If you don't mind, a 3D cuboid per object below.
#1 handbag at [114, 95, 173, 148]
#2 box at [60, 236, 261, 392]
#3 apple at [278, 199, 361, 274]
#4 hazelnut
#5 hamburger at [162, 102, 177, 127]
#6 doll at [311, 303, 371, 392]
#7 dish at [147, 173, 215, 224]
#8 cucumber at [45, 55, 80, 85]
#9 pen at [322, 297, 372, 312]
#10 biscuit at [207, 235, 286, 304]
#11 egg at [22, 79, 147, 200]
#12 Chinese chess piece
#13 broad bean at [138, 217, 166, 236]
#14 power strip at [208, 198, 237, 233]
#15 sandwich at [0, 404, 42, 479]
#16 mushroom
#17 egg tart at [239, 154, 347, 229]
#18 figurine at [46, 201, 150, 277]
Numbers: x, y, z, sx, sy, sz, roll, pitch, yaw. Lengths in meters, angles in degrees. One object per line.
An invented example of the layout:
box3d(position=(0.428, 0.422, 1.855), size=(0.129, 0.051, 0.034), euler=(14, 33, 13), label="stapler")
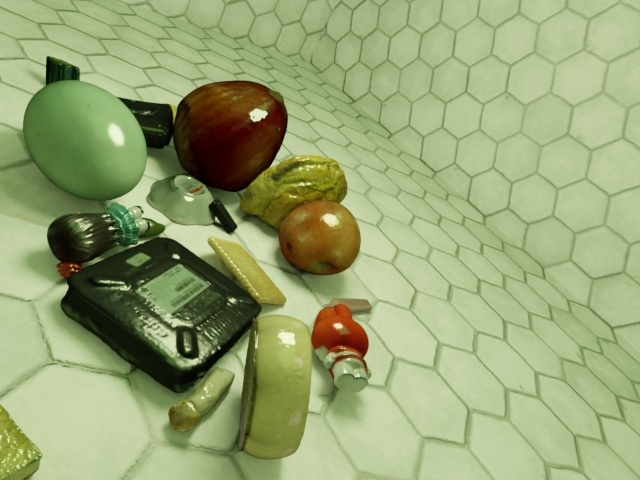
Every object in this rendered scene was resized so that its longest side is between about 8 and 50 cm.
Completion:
box3d(position=(-0.638, -0.405, 1.650), size=(0.275, 0.088, 0.244), euler=(4, 40, -18), label="handbag")
box3d(position=(-0.341, 0.142, 1.119), size=(0.350, 0.091, 0.359), euler=(35, 27, 7), label="box")
box3d(position=(0.000, 0.000, 1.525), size=(0.253, 0.253, 0.253), euler=(24, 29, -14), label="apple")
box3d(position=(-0.293, -0.362, 1.654), size=(0.421, 0.421, 0.352), euler=(-70, 140, -61), label="hazelnut")
box3d(position=(-0.574, -0.458, 1.850), size=(0.138, 0.083, 0.147), euler=(41, 31, 9), label="hamburger")
box3d(position=(0.052, 0.261, 1.273), size=(0.161, 0.130, 0.290), euler=(20, 25, -21), label="doll")
box3d(position=(-0.412, -0.144, 1.511), size=(0.229, 0.081, 0.229), euler=(24, 29, -14), label="dish")
box3d(position=(-0.893, -0.560, 1.680), size=(0.116, 0.115, 0.062), euler=(22, 29, -1), label="cucumber")
box3d(position=(0.080, 0.200, 1.495), size=(0.197, 0.032, 0.053), euler=(7, 38, -42), label="pen")
box3d(position=(-0.205, 0.085, 1.362), size=(0.249, 0.030, 0.160), euler=(46, 11, 24), label="biscuit")
box3d(position=(-0.618, -0.264, 1.296), size=(0.276, 0.276, 0.389), euler=(-9, 49, -50), label="egg")
box3d(position=(-0.094, 0.279, 0.955), size=(0.112, 0.270, 0.270), euler=(8, 33, -10), label="Chinese chess piece")
box3d(position=(-0.516, -0.031, 1.269), size=(0.254, 0.046, 0.065), euler=(-8, 54, -48), label="broad bean")
box3d(position=(-0.301, -0.075, 1.516), size=(0.111, 0.029, 0.038), euler=(58, 24, -14), label="power strip")
box3d(position=(-0.533, 0.318, 0.695), size=(0.162, 0.058, 0.193), euler=(38, 31, 16), label="sandwich")
box3d(position=(-0.232, 0.313, 0.999), size=(0.059, 0.054, 0.202), euler=(41, 24, 6), label="mushroom")
box3d(position=(-0.068, -0.143, 1.631), size=(0.351, 0.339, 0.153), euler=(14, 50, -44), label="egg tart")
box3d(position=(-0.513, -0.012, 1.153), size=(0.245, 0.110, 0.138), euler=(-30, 97, -55), label="figurine")
